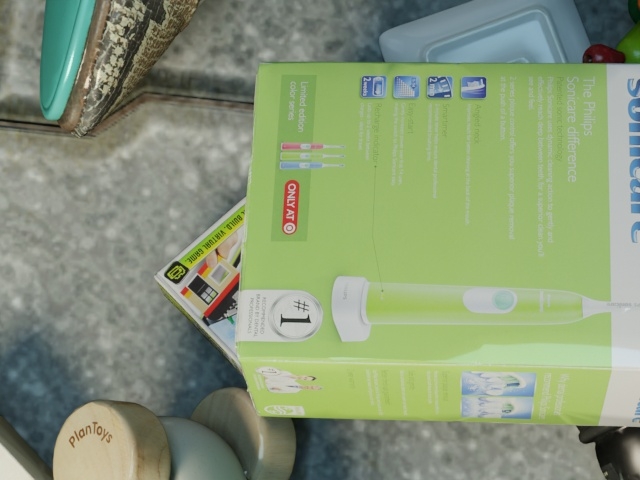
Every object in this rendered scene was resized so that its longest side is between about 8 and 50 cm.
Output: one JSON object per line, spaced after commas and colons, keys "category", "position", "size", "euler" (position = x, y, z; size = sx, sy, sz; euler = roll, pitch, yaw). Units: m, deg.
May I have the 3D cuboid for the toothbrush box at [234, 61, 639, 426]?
{"category": "toothbrush box", "position": [0.097, 0.003, 1.109], "size": [0.283, 0.122, 0.206], "euler": [0, 67, 6]}

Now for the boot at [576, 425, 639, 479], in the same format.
{"category": "boot", "position": [0.357, 0.160, 1.156], "size": [0.348, 0.131, 0.260], "euler": [-25, 76, 9]}

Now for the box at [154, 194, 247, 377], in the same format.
{"category": "box", "position": [0.000, 0.000, 1.209], "size": [0.207, 0.036, 0.114], "euler": [-42, 67, -12]}

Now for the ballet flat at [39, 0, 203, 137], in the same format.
{"category": "ballet flat", "position": [-0.113, -0.312, 1.231], "size": [0.182, 0.164, 0.483], "euler": [-1, 81, -23]}

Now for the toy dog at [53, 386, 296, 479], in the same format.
{"category": "toy dog", "position": [-0.099, 0.253, 1.143], "size": [0.220, 0.161, 0.333], "euler": [26, 48, -32]}

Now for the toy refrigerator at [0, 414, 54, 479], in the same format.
{"category": "toy refrigerator", "position": [-0.310, 0.227, 1.192], "size": [0.269, 0.094, 0.102], "euler": [-43, 90, -2]}

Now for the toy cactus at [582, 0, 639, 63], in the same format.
{"category": "toy cactus", "position": [0.218, -0.199, 1.223], "size": [0.180, 0.112, 0.219], "euler": [1, 51, -24]}

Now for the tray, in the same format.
{"category": "tray", "position": [0.153, -0.050, 1.242], "size": [0.145, 0.030, 0.270], "euler": [-20, 83, -2]}
